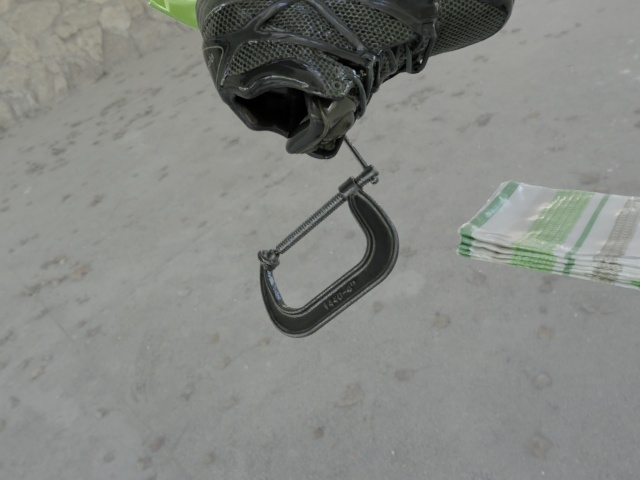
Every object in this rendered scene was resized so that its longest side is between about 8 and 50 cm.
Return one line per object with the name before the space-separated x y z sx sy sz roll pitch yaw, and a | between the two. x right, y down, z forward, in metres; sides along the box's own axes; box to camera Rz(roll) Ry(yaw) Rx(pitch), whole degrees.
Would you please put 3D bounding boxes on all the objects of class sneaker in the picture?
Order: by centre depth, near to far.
sneaker | 0.036 -0.123 0.352 0.227 0.087 0.130 -9 71 -11

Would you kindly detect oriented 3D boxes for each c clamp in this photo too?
c clamp | 0.000 0.000 0.441 0.160 0.022 0.137 -45 61 14

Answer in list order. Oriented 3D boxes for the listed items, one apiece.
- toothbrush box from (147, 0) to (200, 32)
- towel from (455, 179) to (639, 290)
toothbrush box | -0.078 -0.383 0.592 0.283 0.122 0.206 -61 14 20
towel | 0.187 -0.012 0.358 0.152 0.023 0.113 11 37 38
